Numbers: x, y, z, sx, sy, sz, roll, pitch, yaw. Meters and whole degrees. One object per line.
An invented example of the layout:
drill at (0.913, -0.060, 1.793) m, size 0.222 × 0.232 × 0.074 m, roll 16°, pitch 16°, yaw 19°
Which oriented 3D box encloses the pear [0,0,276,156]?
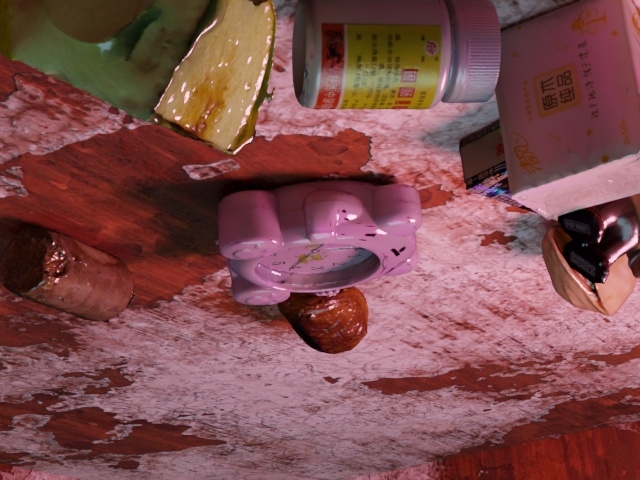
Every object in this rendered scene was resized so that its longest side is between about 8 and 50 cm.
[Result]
pear at (-0.204, -0.227, 1.248) m, size 0.282 × 0.176 × 0.286 m, roll 23°, pitch -179°, yaw 16°

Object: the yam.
yam at (-0.421, 0.058, 1.971) m, size 0.129 × 0.128 × 0.238 m, roll -47°, pitch 152°, yaw 8°

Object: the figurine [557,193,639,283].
figurine at (0.483, -0.085, 1.577) m, size 0.206 × 0.218 × 0.365 m, roll -2°, pitch -150°, yaw 48°

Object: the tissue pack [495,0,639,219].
tissue pack at (0.320, -0.164, 1.462) m, size 0.185 × 0.225 × 0.124 m, roll -19°, pitch 155°, yaw 30°

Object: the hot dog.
hot dog at (0.007, 0.142, 2.290) m, size 0.161 × 0.099 × 0.227 m, roll -9°, pitch 156°, yaw 10°

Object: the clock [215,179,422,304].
clock at (0.000, 0.000, 1.936) m, size 0.322 × 0.113 × 0.295 m, roll -6°, pitch 157°, yaw 0°

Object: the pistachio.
pistachio at (0.467, 0.041, 2.082) m, size 0.157 × 0.157 × 0.229 m, roll -16°, pitch 143°, yaw 24°

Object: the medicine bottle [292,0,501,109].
medicine bottle at (0.084, -0.221, 1.389) m, size 0.225 × 0.139 × 0.139 m, roll -1°, pitch 157°, yaw -9°

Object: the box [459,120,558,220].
box at (0.382, -0.110, 1.787) m, size 0.310 × 0.084 × 0.198 m, roll 16°, pitch 150°, yaw -40°
